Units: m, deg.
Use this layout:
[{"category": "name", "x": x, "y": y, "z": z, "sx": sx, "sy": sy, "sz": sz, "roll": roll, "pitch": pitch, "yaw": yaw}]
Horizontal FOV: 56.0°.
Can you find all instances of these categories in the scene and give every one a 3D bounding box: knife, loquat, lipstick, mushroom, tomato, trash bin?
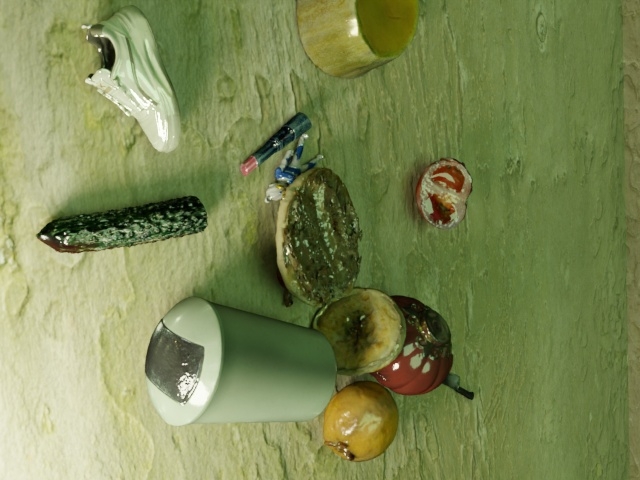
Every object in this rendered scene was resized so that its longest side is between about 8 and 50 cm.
[{"category": "knife", "x": 0.476, "y": 0.505, "z": 2.142, "sx": 0.230, "sy": 0.028, "sz": 0.060, "roll": 33, "pitch": 62, "yaw": -33}, {"category": "loquat", "x": 0.117, "y": 0.522, "z": 1.740, "sx": 0.238, "sy": 0.193, "sz": 0.238, "roll": -26, "pitch": 125, "yaw": -43}, {"category": "lipstick", "x": -0.121, "y": -0.247, "z": 1.571, "sx": 0.234, "sy": 0.053, "sz": 0.053, "roll": -44, "pitch": 119, "yaw": -22}, {"category": "mushroom", "x": -0.073, "y": 0.119, "z": 1.623, "sx": 0.088, "sy": 0.073, "sz": 0.129, "roll": -3, "pitch": 96, "yaw": -35}, {"category": "tomato", "x": 0.375, "y": -0.153, "z": 1.937, "sx": 0.199, "sy": 0.112, "sz": 0.227, "roll": 21, "pitch": 85, "yaw": -26}, {"category": "trash bin", "x": -0.194, "y": 0.296, "z": 1.418, "sx": 0.432, "sy": 0.280, "sz": 0.280, "roll": 18, "pitch": 83, "yaw": -42}]

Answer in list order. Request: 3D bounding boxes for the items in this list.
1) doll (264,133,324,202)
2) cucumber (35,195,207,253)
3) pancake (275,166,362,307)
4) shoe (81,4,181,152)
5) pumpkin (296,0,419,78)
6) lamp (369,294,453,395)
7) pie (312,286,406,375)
[{"category": "doll", "x": -0.074, "y": -0.174, "z": 1.607, "sx": 0.227, "sy": 0.057, "sz": 0.114, "roll": -53, "pitch": 127, "yaw": -25}, {"category": "cucumber", "x": -0.424, "y": -0.030, "z": 1.312, "sx": 0.359, "sy": 0.096, "sz": 0.096, "roll": -13, "pitch": 103, "yaw": -39}, {"category": "pancake", "x": 0.001, "y": 0.000, "z": 1.616, "sx": 0.382, "sy": 0.071, "sz": 0.382, "roll": 7, "pitch": 82, "yaw": -53}, {"category": "shoe", "x": -0.413, "y": -0.330, "z": 1.280, "sx": 0.159, "sy": 0.124, "sz": 0.316, "roll": -23, "pitch": 103, "yaw": -36}, {"category": "pumpkin", "x": 0.116, "y": -0.612, "z": 1.632, "sx": 0.332, "sy": 0.199, "sz": 0.332, "roll": -6, "pitch": 101, "yaw": -36}, {"category": "lamp", "x": 0.251, "y": 0.308, "z": 1.779, "sx": 0.303, "sy": 0.257, "sz": 0.303, "roll": 31, "pitch": 37, "yaw": -27}, {"category": "pie", "x": 0.102, "y": 0.251, "z": 1.660, "sx": 0.274, "sy": 0.274, "sz": 0.055, "roll": -62, "pitch": 148, "yaw": -17}]
